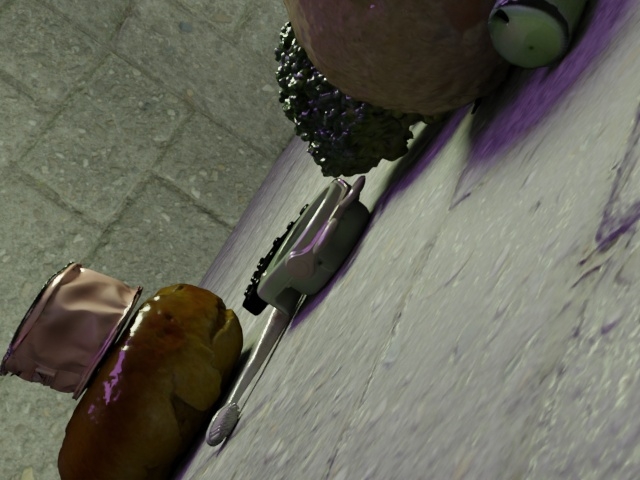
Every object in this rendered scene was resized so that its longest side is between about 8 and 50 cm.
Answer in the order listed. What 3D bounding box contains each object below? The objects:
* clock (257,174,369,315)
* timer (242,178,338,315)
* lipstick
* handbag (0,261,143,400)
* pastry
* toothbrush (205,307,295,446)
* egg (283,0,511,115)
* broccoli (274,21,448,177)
[{"bbox_3d":[0.000,0.000,1.651,0.151,0.062,0.191,-58,7,-29],"label":"clock"},{"bbox_3d":[-0.028,0.012,1.868,0.187,0.055,0.144,-47,11,32],"label":"timer"},{"bbox_3d":[0.223,-0.264,1.258,0.076,0.076,0.304,-50,9,44],"label":"lipstick"},{"bbox_3d":[-0.335,0.121,1.864,0.179,0.116,0.205,-59,4,23],"label":"handbag"},{"bbox_3d":[-0.238,0.221,1.905,0.356,0.164,0.356,-60,4,7],"label":"pastry"},{"bbox_3d":[-0.069,0.131,1.662,0.029,0.025,0.307,-38,17,43],"label":"toothbrush"},{"bbox_3d":[0.089,-0.255,1.356,0.279,0.279,0.310,-55,5,6],"label":"egg"},{"bbox_3d":[0.068,-0.195,1.660,0.288,0.246,0.248,-118,28,-54],"label":"broccoli"}]
